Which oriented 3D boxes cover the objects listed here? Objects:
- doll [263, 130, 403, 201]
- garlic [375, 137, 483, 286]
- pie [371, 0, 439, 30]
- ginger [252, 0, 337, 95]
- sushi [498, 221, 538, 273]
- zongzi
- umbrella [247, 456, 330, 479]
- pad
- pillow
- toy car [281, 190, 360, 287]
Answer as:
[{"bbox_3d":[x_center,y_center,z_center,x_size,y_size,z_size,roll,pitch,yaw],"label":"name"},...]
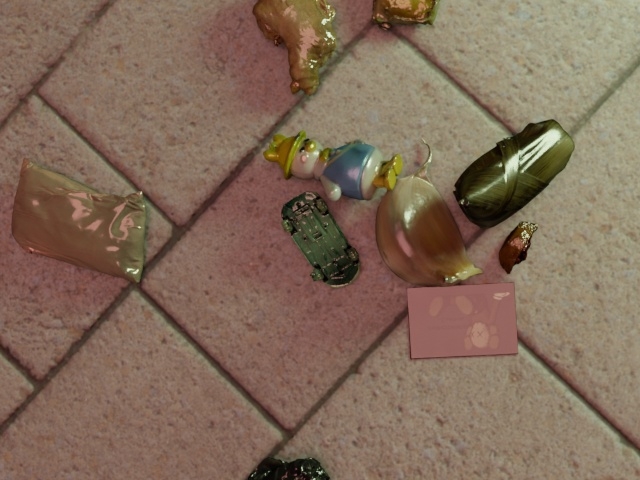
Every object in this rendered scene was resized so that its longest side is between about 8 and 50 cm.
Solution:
[{"bbox_3d":[0.019,-0.132,1.633,0.241,0.099,0.135,16,83,12],"label":"doll"},{"bbox_3d":[0.160,-0.038,1.623,0.128,0.148,0.266,-15,90,43],"label":"garlic"},{"bbox_3d":[0.159,-0.510,1.650,0.129,0.068,0.282,7,93,9],"label":"pie"},{"bbox_3d":[-0.032,-0.373,1.667,0.137,0.074,0.213,-29,80,15],"label":"ginger"},{"bbox_3d":[0.342,0.011,1.616,0.047,0.050,0.099,34,103,1],"label":"sushi"},{"bbox_3d":[0.314,-0.120,1.525,0.221,0.242,0.112,-43,77,7],"label":"zongzi"},{"bbox_3d":[-0.127,0.498,1.632,0.336,0.128,0.154,-39,68,11],"label":"umbrella"},{"bbox_3d":[0.249,0.142,1.645,0.190,0.004,0.127,-4,88,8],"label":"pad"},{"bbox_3d":[-0.440,-0.036,1.714,0.270,0.067,0.173,15,96,8],"label":"pillow"},{"bbox_3d":[0.000,0.000,1.656,0.093,0.058,0.186,-31,103,8],"label":"toy car"}]
